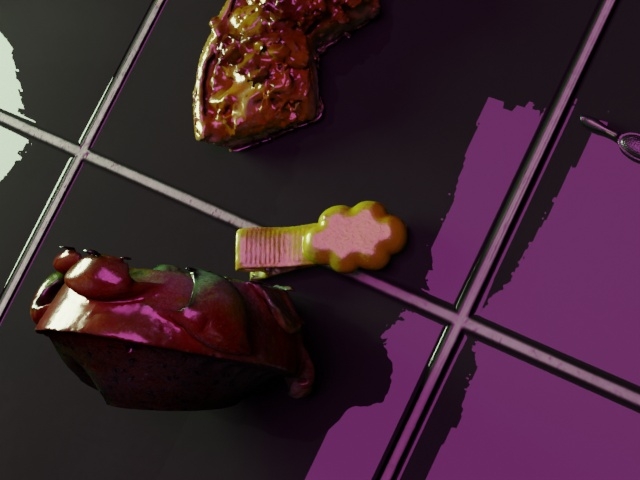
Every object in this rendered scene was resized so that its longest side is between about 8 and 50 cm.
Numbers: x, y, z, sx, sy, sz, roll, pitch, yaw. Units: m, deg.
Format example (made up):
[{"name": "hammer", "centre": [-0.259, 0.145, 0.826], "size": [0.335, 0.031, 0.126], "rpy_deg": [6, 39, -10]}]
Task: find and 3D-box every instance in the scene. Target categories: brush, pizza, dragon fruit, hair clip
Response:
[{"name": "brush", "centre": [0.274, -0.095, 0.890], "size": [0.083, 0.008, 0.024], "rpy_deg": [35, 93, 27]}, {"name": "pizza", "centre": [-0.039, -0.228, 1.021], "size": [0.161, 0.085, 0.305], "rpy_deg": [32, 90, 27]}, {"name": "dragon fruit", "centre": [-0.133, 0.081, 0.884], "size": [0.269, 0.295, 0.130], "rpy_deg": [6, 87, -8]}, {"name": "hair clip", "centre": [0.000, 0.000, 0.957], "size": [0.173, 0.046, 0.072], "rpy_deg": [-6, 76, 19]}]
